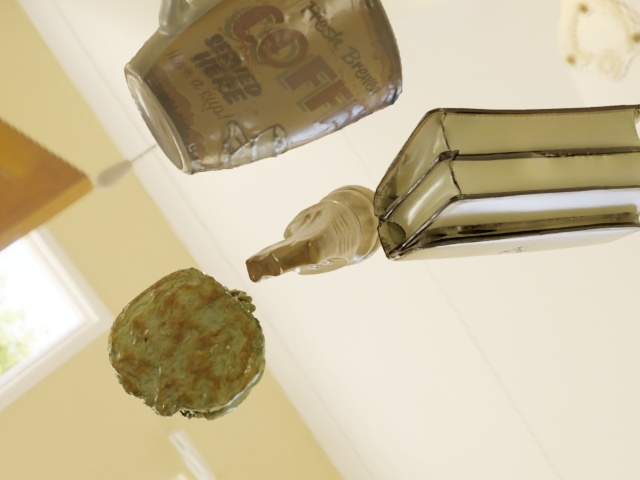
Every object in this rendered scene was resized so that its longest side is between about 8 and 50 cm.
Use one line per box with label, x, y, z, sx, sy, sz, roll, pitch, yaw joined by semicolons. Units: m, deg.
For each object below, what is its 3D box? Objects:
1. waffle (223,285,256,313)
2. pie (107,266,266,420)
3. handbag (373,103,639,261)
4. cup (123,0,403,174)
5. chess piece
waffle;-0.218;0.158;2.080;0.169;0.183;0.036;21;-34;56
pie;-0.191;0.153;1.486;0.248;0.201;0.090;40;-10;32
handbag;0.278;-0.066;1.473;0.236;0.359;0.160;129;-47;-60
cup;-0.084;-0.221;1.131;0.227;0.257;0.301;34;-29;54
chess piece;0.000;0.000;1.574;0.137;0.301;0.137;4;-78;20
